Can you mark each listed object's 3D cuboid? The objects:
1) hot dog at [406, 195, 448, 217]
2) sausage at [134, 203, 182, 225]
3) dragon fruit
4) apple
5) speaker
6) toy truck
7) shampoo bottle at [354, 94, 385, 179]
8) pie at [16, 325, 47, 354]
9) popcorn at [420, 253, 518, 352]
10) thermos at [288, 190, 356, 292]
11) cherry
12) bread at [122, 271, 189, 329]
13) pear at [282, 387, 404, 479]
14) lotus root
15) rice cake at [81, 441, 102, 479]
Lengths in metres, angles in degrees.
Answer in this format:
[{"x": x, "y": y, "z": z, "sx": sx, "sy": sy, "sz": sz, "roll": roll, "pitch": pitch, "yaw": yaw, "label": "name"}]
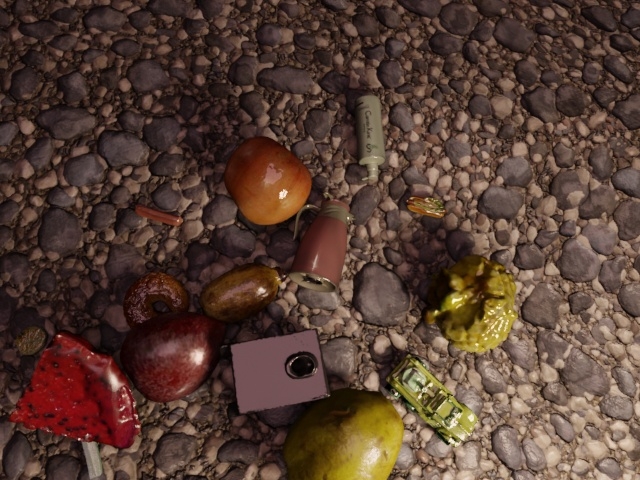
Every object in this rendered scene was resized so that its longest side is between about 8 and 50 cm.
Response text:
[{"x": 0.332, "y": -0.107, "z": 1.405, "sx": 0.133, "sy": 0.041, "sz": 0.056, "roll": 16, "pitch": 77, "yaw": 1, "label": "hot dog"}, {"x": -0.488, "y": -0.075, "z": 1.360, "sx": 0.147, "sy": 0.035, "sz": 0.030, "roll": 16, "pitch": 109, "yaw": 2, "label": "sausage"}, {"x": -0.606, "y": 0.412, "z": 1.135, "sx": 0.330, "sy": 0.302, "sz": 0.240, "roll": 48, "pitch": 58, "yaw": -7, "label": "dragon fruit"}, {"x": -0.157, "y": -0.167, "z": 1.297, "sx": 0.254, "sy": 0.253, "sz": 0.253, "roll": 1, "pitch": 77, "yaw": -3, "label": "apple"}, {"x": -0.117, "y": 0.343, "z": 1.183, "sx": 0.254, "sy": 0.232, "sz": 0.183, "roll": -10, "pitch": 77, "yaw": -6, "label": "speaker"}, {"x": 0.310, "y": 0.445, "z": 1.233, "sx": 0.259, "sy": 0.135, "sz": 0.128, "roll": 45, "pitch": 79, "yaw": 4, "label": "toy truck"}, {"x": 0.156, "y": -0.321, "z": 1.422, "sx": 0.086, "sy": 0.085, "sz": 0.262, "roll": -2, "pitch": 78, "yaw": -4, "label": "shampoo bottle"}, {"x": -0.812, "y": 0.280, "z": 1.269, "sx": 0.085, "sy": 0.017, "sz": 0.084, "roll": 1, "pitch": 76, "yaw": -2, "label": "pie"}, {"x": 0.422, "y": 0.175, "z": 1.259, "sx": 0.271, "sy": 0.224, "sz": 0.257, "roll": -35, "pitch": 65, "yaw": -1, "label": "popcorn"}, {"x": 0.000, "y": 0.000, "z": 1.316, "sx": 0.177, "sy": 0.146, "sz": 0.264, "roll": 18, "pitch": 68, "yaw": -7, "label": "thermos"}, {"x": -0.382, "y": 0.297, "z": 1.180, "sx": 0.301, "sy": 0.203, "sz": 0.230, "roll": -30, "pitch": 105, "yaw": -1, "label": "cherry"}, {"x": -0.471, "y": 0.184, "z": 1.287, "sx": 0.194, "sy": 0.064, "sz": 0.193, "roll": 1, "pitch": 78, "yaw": -6, "label": "bread"}, {"x": 0.058, "y": 0.514, "z": 1.139, "sx": 0.322, "sy": 0.269, "sz": 0.268, "roll": -27, "pitch": 80, "yaw": 1, "label": "pear"}, {"x": -0.215, "y": 0.144, "z": 1.277, "sx": 0.261, "sy": 0.128, "sz": 0.145, "roll": -25, "pitch": 93, "yaw": -6, "label": "lotus root"}, {"x": -0.625, "y": 0.544, "z": 1.212, "sx": 0.042, "sy": 0.030, "sz": 0.179, "roll": -17, "pitch": 79, "yaw": -12, "label": "rice cake"}]
